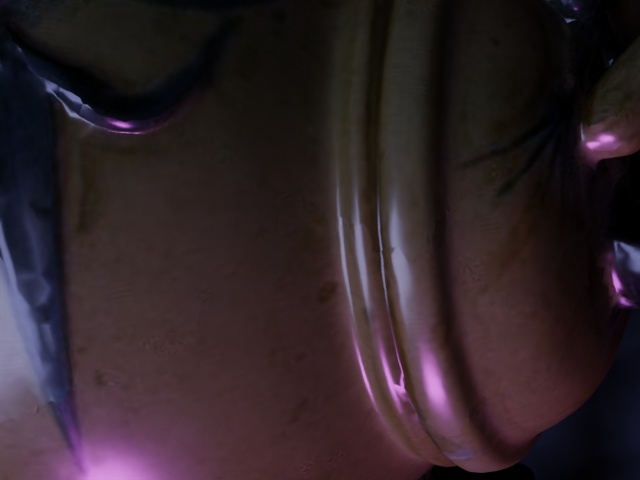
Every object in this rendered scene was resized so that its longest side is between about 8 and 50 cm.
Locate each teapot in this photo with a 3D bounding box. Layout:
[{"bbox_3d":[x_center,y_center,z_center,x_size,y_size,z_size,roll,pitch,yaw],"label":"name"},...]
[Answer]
[{"bbox_3d":[0.000,0.000,0.381,0.182,0.173,0.269,-2,128,21],"label":"teapot"}]
